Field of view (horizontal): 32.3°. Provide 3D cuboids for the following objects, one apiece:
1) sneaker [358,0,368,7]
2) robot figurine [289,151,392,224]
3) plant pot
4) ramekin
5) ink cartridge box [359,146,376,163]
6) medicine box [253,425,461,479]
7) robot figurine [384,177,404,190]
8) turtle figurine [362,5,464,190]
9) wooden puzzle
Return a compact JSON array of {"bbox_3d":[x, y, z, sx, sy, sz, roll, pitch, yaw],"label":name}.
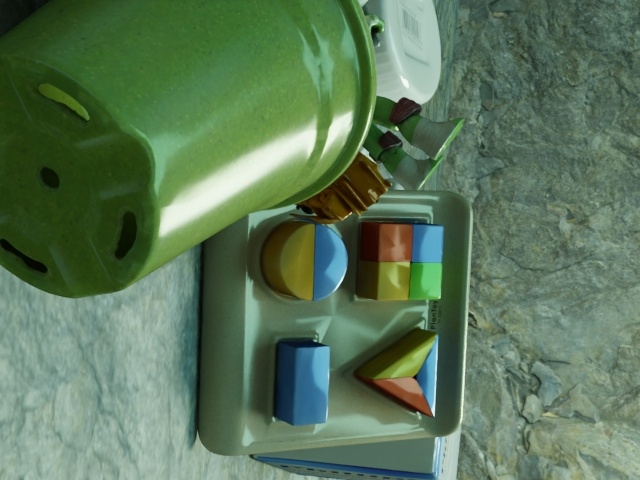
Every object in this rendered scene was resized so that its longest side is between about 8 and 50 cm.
[{"bbox_3d":[-0.037,-0.339,1.383,0.410,0.158,0.182,-79,148,-48],"label":"sneaker"},{"bbox_3d":[-0.050,-0.098,1.148,0.085,0.291,0.211,-43,109,-17],"label":"robot figurine"},{"bbox_3d":[-0.134,-0.094,0.819,0.254,0.276,0.276,-47,140,-51],"label":"plant pot"},{"bbox_3d":[0.087,-0.326,1.733,0.277,0.135,0.277,27,59,-60],"label":"ramekin"},{"bbox_3d":[0.048,-0.108,1.907,0.198,0.067,0.115,-51,143,-67],"label":"ink cartridge box"},{"bbox_3d":[0.066,0.280,1.655,0.289,0.264,0.149,52,43,-70],"label":"medicine box"},{"bbox_3d":[0.022,0.040,1.547,0.300,0.200,0.353,-41,151,-12],"label":"robot figurine"},{"bbox_3d":[0.068,-0.204,1.493,0.197,0.266,0.275,-57,173,22],"label":"turtle figurine"},{"bbox_3d":[0.032,0.098,1.344,0.080,0.348,0.322,-167,-101,-66],"label":"wooden puzzle"}]
